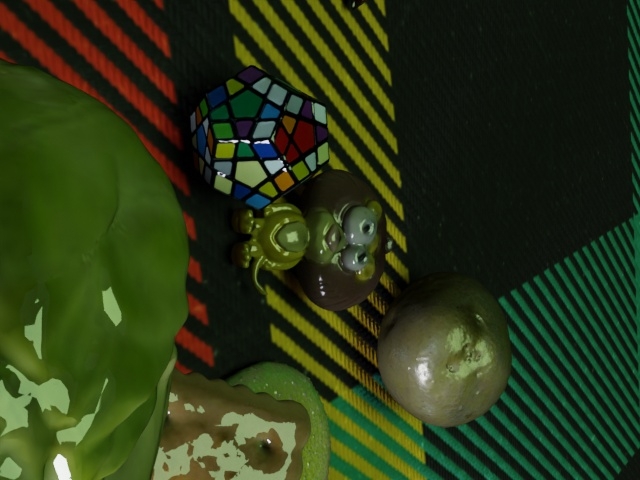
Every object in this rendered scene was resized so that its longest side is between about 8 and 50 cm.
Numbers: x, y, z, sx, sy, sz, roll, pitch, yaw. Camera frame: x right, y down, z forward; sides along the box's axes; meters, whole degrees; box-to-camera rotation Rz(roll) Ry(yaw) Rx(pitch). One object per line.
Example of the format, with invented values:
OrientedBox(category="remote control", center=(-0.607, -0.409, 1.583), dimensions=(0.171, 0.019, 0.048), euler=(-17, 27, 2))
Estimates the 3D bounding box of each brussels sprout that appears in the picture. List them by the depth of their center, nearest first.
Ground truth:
OrientedBox(category="brussels sprout", center=(-0.211, 0.040, 0.423), dimensions=(0.328, 0.328, 0.247), euler=(-62, 157, -27))

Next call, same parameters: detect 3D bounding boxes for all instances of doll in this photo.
OrientedBox(category="doll", center=(0.000, 0.009, 0.852), dimensions=(0.188, 0.096, 0.145), euler=(-27, 106, -36))

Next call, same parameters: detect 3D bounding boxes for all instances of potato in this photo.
OrientedBox(category="potato", center=(0.155, 0.132, 1.008), dimensions=(0.178, 0.160, 0.235), euler=(-57, 146, -4))

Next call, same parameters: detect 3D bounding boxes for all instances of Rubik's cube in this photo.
OrientedBox(category="Rubik's cube", center=(-0.055, -0.093, 0.756), dimensions=(0.112, 0.133, 0.133), euler=(-8, 100, -24))

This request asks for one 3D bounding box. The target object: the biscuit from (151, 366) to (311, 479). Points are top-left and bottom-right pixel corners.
OrientedBox(category="biscuit", center=(-0.170, 0.178, 0.575), dimensions=(0.325, 0.044, 0.217), euler=(21, 75, -20))

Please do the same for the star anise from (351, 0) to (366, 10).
OrientedBox(category="star anise", center=(0.086, -0.352, 0.896), dimensions=(0.158, 0.144, 0.140), euler=(-60, 142, -31))

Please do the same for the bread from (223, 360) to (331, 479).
OrientedBox(category="bread", center=(-0.059, 0.235, 0.838), dimensions=(0.228, 0.034, 0.228), euler=(-8, 100, -52))
